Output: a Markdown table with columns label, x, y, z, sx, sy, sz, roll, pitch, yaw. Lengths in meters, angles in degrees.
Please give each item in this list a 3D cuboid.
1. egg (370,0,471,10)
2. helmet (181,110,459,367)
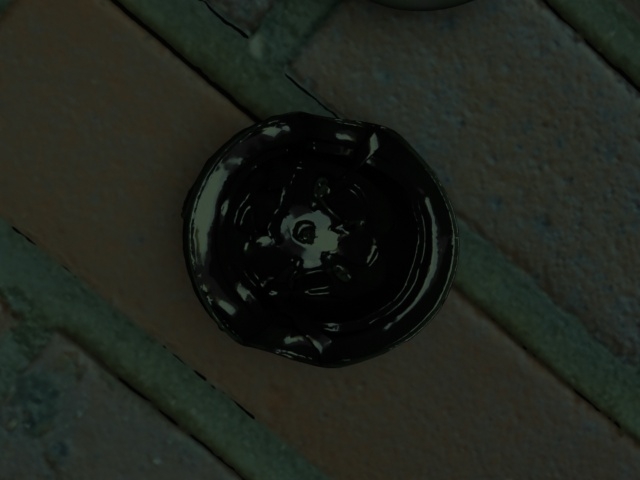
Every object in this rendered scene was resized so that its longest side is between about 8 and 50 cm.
| label | x | y | z | sx | sy | sz | roll | pitch | yaw |
| --- | --- | --- | --- | --- | --- | --- | --- | --- | --- |
| egg | 0.086 | -0.231 | 0.789 | 0.209 | 0.151 | 0.151 | -33 | 98 | -13 |
| helmet | -0.013 | -0.003 | 0.809 | 0.177 | 0.107 | 0.153 | 15 | 87 | -29 |
